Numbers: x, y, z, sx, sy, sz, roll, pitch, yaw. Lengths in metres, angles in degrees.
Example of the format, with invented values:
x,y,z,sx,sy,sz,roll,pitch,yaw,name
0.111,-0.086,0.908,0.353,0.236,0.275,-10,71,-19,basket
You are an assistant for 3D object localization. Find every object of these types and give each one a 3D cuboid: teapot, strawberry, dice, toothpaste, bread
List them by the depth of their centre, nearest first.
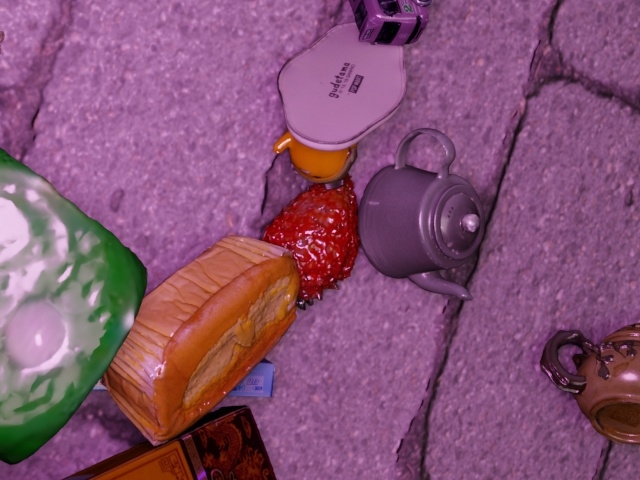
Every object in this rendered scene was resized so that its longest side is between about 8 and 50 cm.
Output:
x,y,z,sx,sy,sz,roll,pitch,yaw,name
-0.393,0.061,1.335,0.300,0.297,0.287,40,79,-19,dice
-0.143,0.115,1.468,0.288,0.119,0.152,-41,147,-38,bread
-0.198,0.175,1.546,0.272,0.066,0.053,6,95,-22,toothpaste
0.155,-0.035,1.592,0.162,0.149,0.239,-16,102,-38,teapot
-0.001,0.004,1.596,0.192,0.085,0.140,-34,105,-17,strawberry
0.465,0.198,1.774,0.270,0.173,0.182,20,54,-2,teapot

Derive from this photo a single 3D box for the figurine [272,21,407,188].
x,y,z,sx,sy,sz,roll,pitch,yaw,name
0.032,-0.168,1.582,0.250,0.167,0.141,-53,157,-36,figurine

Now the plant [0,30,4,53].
x,y,z,sx,sy,sz,roll,pitch,yaw,name
-0.435,-0.211,1.417,0.117,0.104,0.122,1,130,12,plant

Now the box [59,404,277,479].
x,y,z,sx,sy,sz,roll,pitch,yaw,name
-0.221,0.397,1.441,0.415,0.116,0.264,-22,91,-41,box

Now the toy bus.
x,y,z,sx,sy,sz,roll,pitch,yaw,name
0.078,-0.348,1.557,0.098,0.087,0.178,-13,75,-17,toy bus
